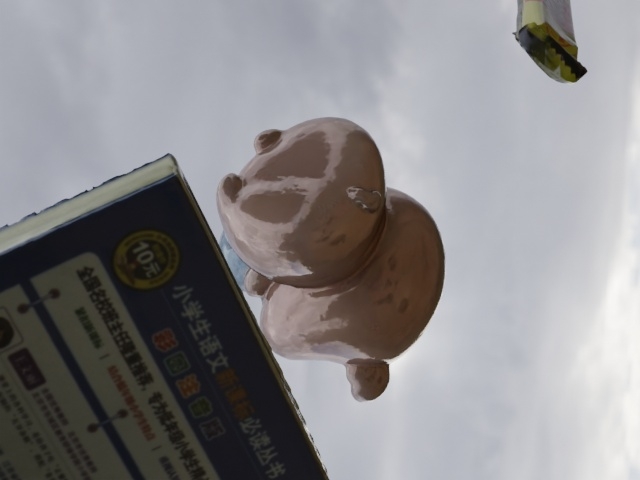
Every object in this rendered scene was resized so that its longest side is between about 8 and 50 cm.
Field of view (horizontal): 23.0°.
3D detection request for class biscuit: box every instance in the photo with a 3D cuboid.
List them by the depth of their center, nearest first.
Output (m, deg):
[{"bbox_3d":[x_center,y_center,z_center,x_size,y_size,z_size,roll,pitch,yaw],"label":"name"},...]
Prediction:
[{"bbox_3d":[0.145,-0.159,1.014,0.048,0.026,0.292,43,-158,-12],"label":"biscuit"}]

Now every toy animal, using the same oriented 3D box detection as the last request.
[{"bbox_3d":[0.015,-0.001,1.508,0.210,0.229,0.221,-60,-8,-30],"label":"toy animal"}]

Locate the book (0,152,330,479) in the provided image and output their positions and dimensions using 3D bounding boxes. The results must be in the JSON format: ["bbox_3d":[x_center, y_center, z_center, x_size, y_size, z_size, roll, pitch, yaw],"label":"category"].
[{"bbox_3d":[-0.233,0.152,1.075,0.039,0.428,0.300,-118,4,-59],"label":"book"}]
